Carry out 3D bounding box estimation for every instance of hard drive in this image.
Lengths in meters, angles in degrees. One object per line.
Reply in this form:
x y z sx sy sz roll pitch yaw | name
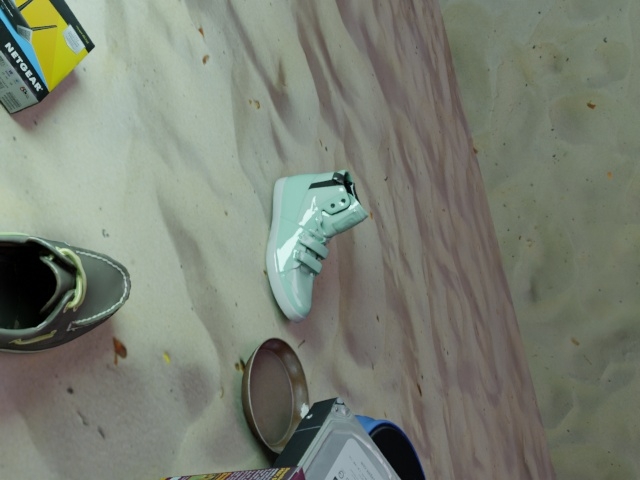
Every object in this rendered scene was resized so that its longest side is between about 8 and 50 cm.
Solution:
0.002 0.407 0.987 0.237 0.064 0.339 56 41 -12 | hard drive

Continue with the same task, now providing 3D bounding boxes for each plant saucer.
-0.068 0.226 1.080 0.168 0.029 0.168 41 42 -51 | plant saucer

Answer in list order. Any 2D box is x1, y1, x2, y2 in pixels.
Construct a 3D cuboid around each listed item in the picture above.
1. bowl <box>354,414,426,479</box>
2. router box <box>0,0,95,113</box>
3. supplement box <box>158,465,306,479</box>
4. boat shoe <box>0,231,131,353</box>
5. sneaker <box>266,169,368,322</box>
0.098 0.487 1.238 0.391 0.077 0.391 39 44 -53 | bowl
-0.325 -0.241 0.758 0.179 0.046 0.133 60 30 -31 | router box
-0.110 0.299 0.771 0.104 0.188 0.081 -26 102 -64 | supplement box
-0.272 0.048 0.675 0.305 0.091 0.109 2 76 -64 | boat shoe
0.000 -0.001 1.187 0.094 0.151 0.256 36 48 -56 | sneaker
